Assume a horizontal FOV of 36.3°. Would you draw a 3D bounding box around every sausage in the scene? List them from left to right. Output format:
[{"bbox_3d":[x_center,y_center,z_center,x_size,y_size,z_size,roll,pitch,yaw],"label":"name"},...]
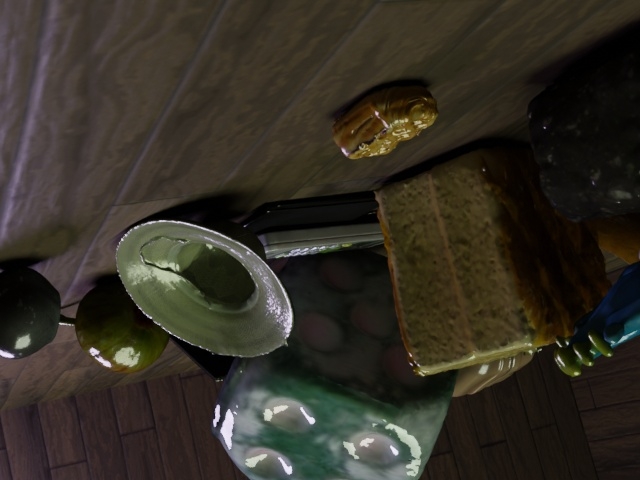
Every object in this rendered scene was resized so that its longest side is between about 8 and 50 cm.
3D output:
[{"bbox_3d":[0.413,-0.033,1.424,0.109,0.108,0.271,-3,-156,-45],"label":"sausage"}]

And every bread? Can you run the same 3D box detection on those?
[{"bbox_3d":[0.065,-0.116,0.958,0.083,0.044,0.111,-7,165,-40],"label":"bread"},{"bbox_3d":[0.241,0.024,1.324,0.207,0.278,0.279,-20,165,38],"label":"bread"}]

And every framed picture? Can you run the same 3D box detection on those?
[{"bbox_3d":[-0.165,0.198,1.965,0.244,0.013,0.324,-9,-161,-28],"label":"framed picture"}]

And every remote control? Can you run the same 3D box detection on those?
[{"bbox_3d":[0.000,0.000,1.462,0.250,0.034,0.103,-6,173,-38],"label":"remote control"}]

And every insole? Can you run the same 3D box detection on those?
[{"bbox_3d":[0.072,-0.031,1.519,0.328,0.007,0.111,-13,171,-4],"label":"insole"}]

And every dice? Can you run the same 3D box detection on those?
[{"bbox_3d":[0.029,0.231,1.642,0.348,0.330,0.327,20,132,-1],"label":"dice"}]

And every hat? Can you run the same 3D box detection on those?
[{"bbox_3d":[-0.129,0.033,1.272,0.252,0.252,0.110,-23,-152,41],"label":"hat"}]

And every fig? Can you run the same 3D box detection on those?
[{"bbox_3d":[-0.346,0.147,1.556,0.151,0.151,0.259,-5,170,-42],"label":"fig"}]

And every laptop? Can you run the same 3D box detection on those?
[{"bbox_3d":[-0.017,-0.037,1.360,0.197,0.016,0.135,-6,169,-30],"label":"laptop"}]

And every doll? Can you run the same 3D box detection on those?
[{"bbox_3d":[0.377,0.033,1.076,0.346,0.098,0.341,-27,168,-32],"label":"doll"}]

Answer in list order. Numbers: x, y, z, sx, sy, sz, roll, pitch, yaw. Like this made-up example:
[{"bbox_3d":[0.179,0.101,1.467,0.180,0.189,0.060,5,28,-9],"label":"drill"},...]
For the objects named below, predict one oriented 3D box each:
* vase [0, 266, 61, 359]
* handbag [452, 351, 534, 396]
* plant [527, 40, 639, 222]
[{"bbox_3d":[-0.428,0.087,1.236,0.183,0.120,0.120,9,159,-29],"label":"vase"},{"bbox_3d":[0.274,0.114,1.778,0.149,0.301,0.283,-13,164,-21],"label":"handbag"},{"bbox_3d":[0.369,-0.134,0.951,0.321,0.194,0.182,-17,-177,38],"label":"plant"}]
